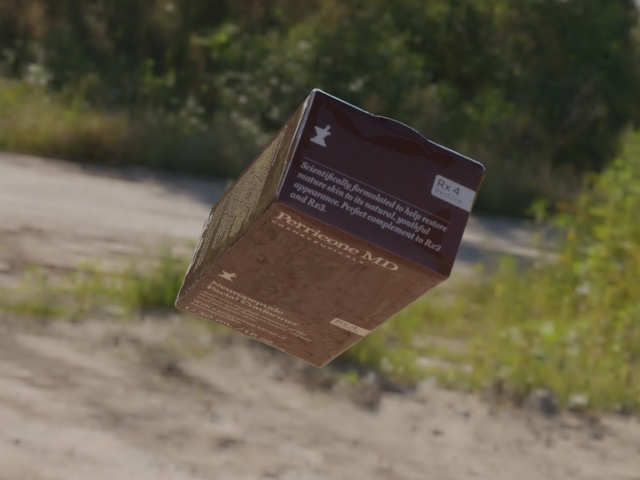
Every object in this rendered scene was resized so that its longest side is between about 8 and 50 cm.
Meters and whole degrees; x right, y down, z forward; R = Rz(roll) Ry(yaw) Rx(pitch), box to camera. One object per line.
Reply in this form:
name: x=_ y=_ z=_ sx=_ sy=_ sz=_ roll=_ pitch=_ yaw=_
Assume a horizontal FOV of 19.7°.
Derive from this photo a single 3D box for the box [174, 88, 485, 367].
box: x=0.000 y=0.000 z=1.911 sx=0.191 sy=0.143 sz=0.381 roll=24 pitch=-25 yaw=-11
